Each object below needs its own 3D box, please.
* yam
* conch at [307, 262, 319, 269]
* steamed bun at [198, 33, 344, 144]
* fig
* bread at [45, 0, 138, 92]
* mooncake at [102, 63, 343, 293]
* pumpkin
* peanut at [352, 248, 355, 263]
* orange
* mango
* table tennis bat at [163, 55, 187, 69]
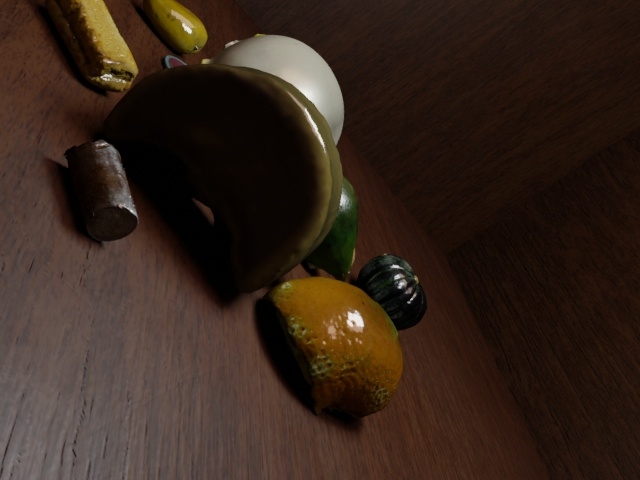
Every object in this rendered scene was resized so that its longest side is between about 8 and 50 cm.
[{"bbox_3d":[-0.308,-0.073,1.068,0.079,0.079,0.141,35,25,-54],"label":"yam"},{"bbox_3d":[-0.003,0.005,1.845,0.135,0.102,0.153,29,37,-5],"label":"conch"},{"bbox_3d":[-0.118,-0.269,1.629,0.334,0.334,0.374,54,40,-5],"label":"steamed bun"},{"bbox_3d":[0.007,-0.031,1.535,0.244,0.195,0.195,57,14,6],"label":"fig"},{"bbox_3d":[-0.417,-0.368,1.383,0.211,0.083,0.114,59,20,17],"label":"bread"},{"bbox_3d":[-0.162,-0.108,1.337,0.246,0.394,0.393,-56,150,-75],"label":"mooncake"},{"bbox_3d":[0.196,0.142,2.076,0.220,0.162,0.220,50,19,-25],"label":"pumpkin"},{"bbox_3d":[0.002,-0.029,1.966,0.263,0.101,0.117,52,34,-26],"label":"peanut"},{"bbox_3d":[0.033,0.187,1.446,0.335,0.196,0.262,32,12,-41],"label":"orange"},{"bbox_3d":[-0.378,-0.560,1.955,0.195,0.098,0.137,39,22,-27],"label":"mango"},{"bbox_3d":[-0.311,-0.391,1.907,0.153,0.040,0.244,57,18,12],"label":"table tennis bat"}]
